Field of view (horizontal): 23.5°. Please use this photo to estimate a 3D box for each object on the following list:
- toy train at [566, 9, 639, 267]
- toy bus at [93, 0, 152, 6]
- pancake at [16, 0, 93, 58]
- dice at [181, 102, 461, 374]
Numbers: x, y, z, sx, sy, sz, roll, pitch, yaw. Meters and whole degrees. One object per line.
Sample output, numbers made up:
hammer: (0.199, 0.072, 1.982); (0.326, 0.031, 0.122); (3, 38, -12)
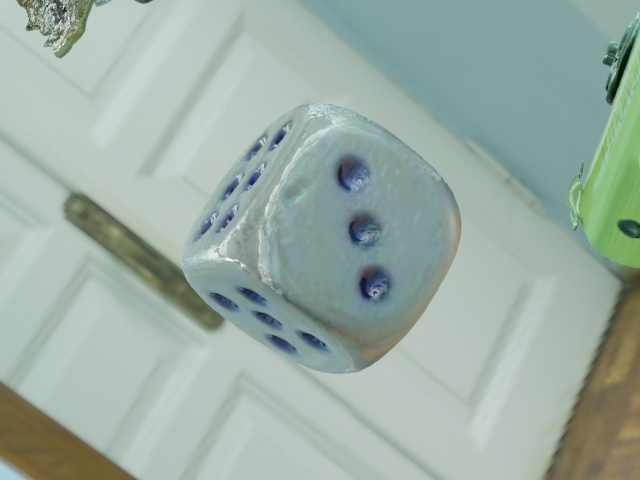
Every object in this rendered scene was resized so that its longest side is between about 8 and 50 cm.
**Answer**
toy train: (0.193, -0.090, 0.793); (0.253, 0.105, 0.157); (96, -162, -58)
toy bus: (-0.132, -0.283, 1.389); (0.090, 0.106, 0.185); (-14, 11, 47)
pancake: (-0.256, -0.249, 1.513); (0.129, 0.022, 0.116); (40, 111, 40)
dice: (0.000, 0.000, 1.420); (0.193, 0.192, 0.194); (-56, 15, -18)
